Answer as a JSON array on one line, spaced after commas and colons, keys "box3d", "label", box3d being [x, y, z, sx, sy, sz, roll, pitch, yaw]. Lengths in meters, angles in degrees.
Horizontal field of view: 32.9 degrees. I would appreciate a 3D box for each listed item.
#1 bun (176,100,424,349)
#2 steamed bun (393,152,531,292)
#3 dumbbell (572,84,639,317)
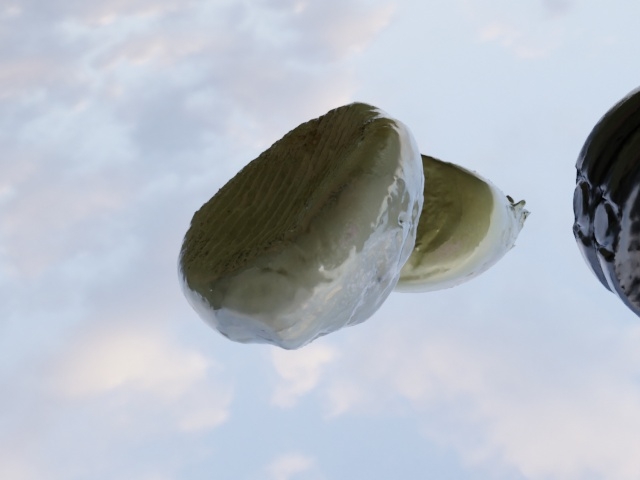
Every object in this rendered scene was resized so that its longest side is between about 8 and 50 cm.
[{"box3d": [0.000, 0.000, 0.673, 0.183, 0.102, 0.183, -34, -156, 18], "label": "bun"}, {"box3d": [0.103, -0.015, 1.318, 0.273, 0.232, 0.166, 16, -94, 14], "label": "steamed bun"}, {"box3d": [0.259, 0.019, 0.595, 0.185, 0.185, 0.388, -16, -156, 5], "label": "dumbbell"}]
